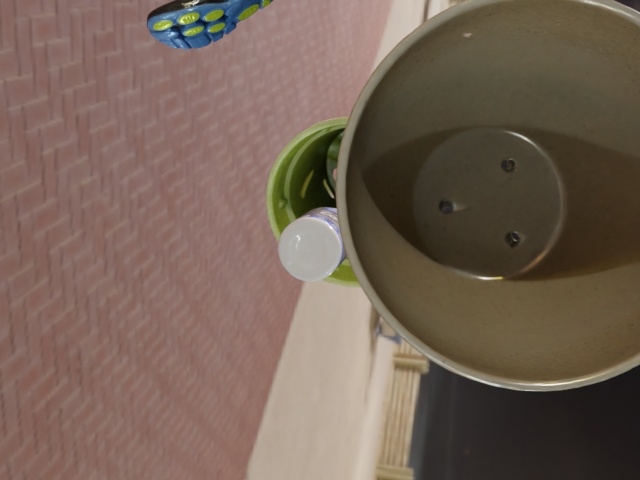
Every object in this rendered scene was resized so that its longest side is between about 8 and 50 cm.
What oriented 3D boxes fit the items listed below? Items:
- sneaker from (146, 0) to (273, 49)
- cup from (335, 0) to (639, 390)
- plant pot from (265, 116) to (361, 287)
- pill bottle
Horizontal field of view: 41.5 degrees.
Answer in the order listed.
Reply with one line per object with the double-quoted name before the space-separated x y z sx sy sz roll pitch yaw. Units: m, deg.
"sneaker" -0.123 -0.286 0.981 0.188 0.078 0.067 -37 161 -19
"cup" 0.179 -0.040 0.803 0.237 0.331 0.331 63 33 -88
"plant pot" 0.073 -0.095 1.429 0.254 0.276 0.276 -58 151 -67
"pill bottle" 0.000 0.000 1.057 0.137 0.078 0.078 -41 135 -74
